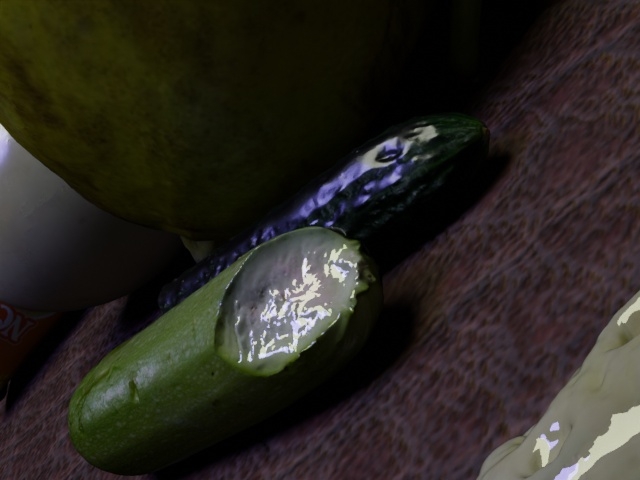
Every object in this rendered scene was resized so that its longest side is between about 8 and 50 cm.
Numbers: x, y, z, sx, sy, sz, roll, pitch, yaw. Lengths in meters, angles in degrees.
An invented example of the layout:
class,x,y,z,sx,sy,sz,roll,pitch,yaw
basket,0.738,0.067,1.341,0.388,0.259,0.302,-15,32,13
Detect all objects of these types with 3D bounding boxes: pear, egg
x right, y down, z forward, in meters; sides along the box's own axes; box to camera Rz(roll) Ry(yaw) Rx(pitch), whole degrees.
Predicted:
class,x,y,z,sx,sy,sz,roll,pitch,yaw
pear,-0.074,-0.148,0.672,0.287,0.287,0.375,-90,-4,-67
egg,-0.157,-0.060,0.880,0.242,0.186,0.186,-45,17,-5

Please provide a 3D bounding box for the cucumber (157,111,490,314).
class,x,y,z,sx,sy,sz,roll,pitch,yaw
cucumber,0.000,0.000,0.602,0.058,0.052,0.215,-20,-10,-47

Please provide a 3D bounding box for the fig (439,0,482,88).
class,x,y,z,sx,sy,sz,roll,pitch,yaw
fig,0.102,-0.194,0.603,0.245,0.149,0.149,-65,18,1

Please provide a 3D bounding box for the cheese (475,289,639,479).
class,x,y,z,sx,sy,sz,roll,pitch,yaw
cheese,0.111,0.014,0.307,0.194,0.043,0.065,-48,20,17

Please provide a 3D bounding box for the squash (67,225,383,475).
class,x,y,z,sx,sy,sz,roll,pitch,yaw
squash,-0.051,0.058,0.587,0.239,0.069,0.069,-34,26,46

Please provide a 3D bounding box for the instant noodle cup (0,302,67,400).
class,x,y,z,sx,sy,sz,roll,pitch,yaw
instant noodle cup,-0.261,0.018,1.071,0.185,0.168,0.168,-42,19,7
